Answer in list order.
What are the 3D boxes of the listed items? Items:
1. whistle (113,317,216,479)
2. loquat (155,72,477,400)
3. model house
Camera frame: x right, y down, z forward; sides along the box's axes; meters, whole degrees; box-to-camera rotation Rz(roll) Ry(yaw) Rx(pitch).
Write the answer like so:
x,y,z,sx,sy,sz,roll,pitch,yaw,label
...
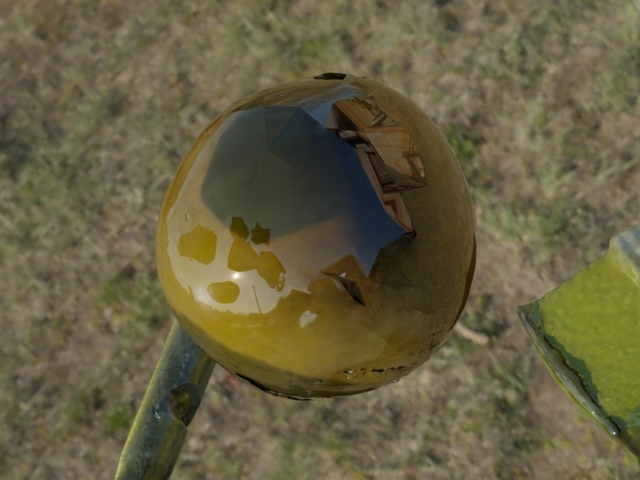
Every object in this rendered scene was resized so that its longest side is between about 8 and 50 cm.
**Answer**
x,y,z,sx,sy,sz,roll,pitch,yaw,label
-0.143,0.132,1.467,0.068,0.057,0.326,-5,53,35,whistle
0.000,0.000,1.008,0.235,0.235,0.235,-24,39,21,loquat
0.354,0.089,1.475,0.234,0.175,0.193,-41,57,8,model house
